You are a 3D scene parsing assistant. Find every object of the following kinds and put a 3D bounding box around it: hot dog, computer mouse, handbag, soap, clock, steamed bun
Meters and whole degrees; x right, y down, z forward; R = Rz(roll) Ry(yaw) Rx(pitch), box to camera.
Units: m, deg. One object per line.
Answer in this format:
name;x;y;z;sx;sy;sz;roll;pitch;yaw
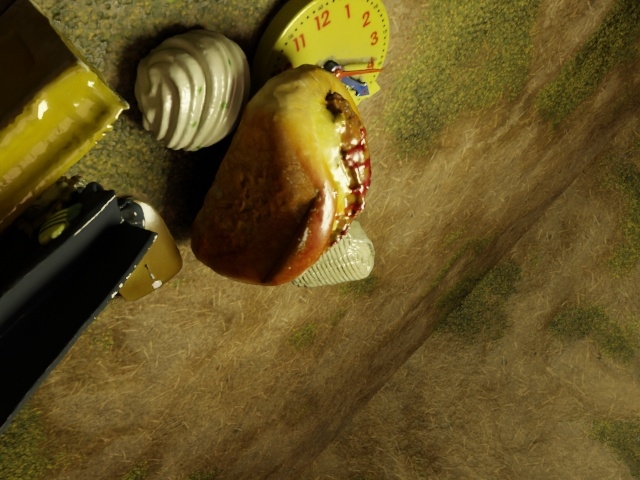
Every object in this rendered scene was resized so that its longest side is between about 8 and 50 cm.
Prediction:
hot dog;-0.051;-0.070;0.978;0.185;0.223;0.405;-38;167;-47
computer mouse;-0.313;0.026;1.034;0.126;0.056;0.245;-34;150;-18
handbag;-0.371;0.056;0.708;0.329;0.303;0.122;-52;123;-22
soap;-0.379;-0.104;0.650;0.315;0.199;0.091;-42;143;-2
clock;0.012;-0.294;1.022;0.277;0.071;0.293;-41;150;-7
steamed bun;-0.001;-0.001;1.307;0.218;0.144;0.211;-16;143;10
steamed bun;-0.176;-0.207;0.863;0.183;0.106;0.183;-32;147;-24
